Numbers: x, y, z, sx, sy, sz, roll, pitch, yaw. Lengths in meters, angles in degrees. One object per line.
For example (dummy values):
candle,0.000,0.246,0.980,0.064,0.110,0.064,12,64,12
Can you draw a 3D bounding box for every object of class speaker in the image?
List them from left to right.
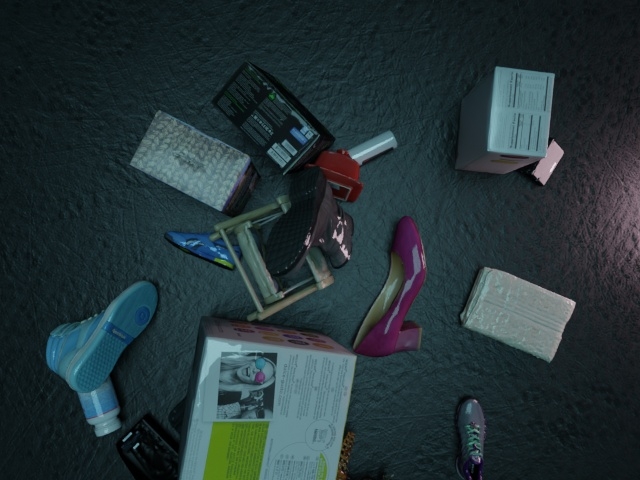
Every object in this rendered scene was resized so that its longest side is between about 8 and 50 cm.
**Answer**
speaker,0.139,-0.251,1.413,0.136,0.055,0.055,-26,89,-3

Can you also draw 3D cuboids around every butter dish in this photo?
butter dish,0.043,-0.188,1.366,0.160,0.160,0.118,20,76,-1

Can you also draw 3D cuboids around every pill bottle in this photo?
pill bottle,-0.582,0.425,1.356,0.087,0.087,0.160,-19,88,-2

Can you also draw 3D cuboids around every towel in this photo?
towel,0.540,0.201,1.417,0.282,0.049,0.187,24,89,-2

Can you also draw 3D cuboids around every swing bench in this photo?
swing bench,-0.112,0.038,1.315,0.254,0.165,0.253,-26,89,-20

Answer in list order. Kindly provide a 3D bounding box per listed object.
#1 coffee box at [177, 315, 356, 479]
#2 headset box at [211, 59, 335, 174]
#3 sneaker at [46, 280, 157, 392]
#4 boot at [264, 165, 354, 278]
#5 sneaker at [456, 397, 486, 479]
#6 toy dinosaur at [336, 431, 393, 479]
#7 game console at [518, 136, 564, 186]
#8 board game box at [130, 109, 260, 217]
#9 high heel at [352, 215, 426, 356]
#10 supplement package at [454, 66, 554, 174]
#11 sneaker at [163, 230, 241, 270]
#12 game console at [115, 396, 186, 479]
coffee box,-0.140,0.384,1.218,0.334,0.337,0.338,10,88,-14
headset box,-0.103,-0.299,1.303,0.246,0.283,0.131,46,103,1
sneaker,-0.587,0.222,1.347,0.208,0.127,0.319,9,52,33
boot,0.000,0.000,1.228,0.118,0.338,0.223,-10,133,32
sneaker,0.414,0.541,1.376,0.083,0.098,0.224,0,89,-2
toy dinosaur,0.079,0.682,1.346,0.218,0.164,0.322,1,110,14
game console,0.606,-0.231,1.449,0.107,0.071,0.122,33,88,-30
board game box,-0.293,-0.173,1.280,0.232,0.291,0.141,27,88,0
high heel,0.175,0.125,1.362,0.181,0.127,0.377,-2,92,-12
supplement package,0.460,-0.294,1.320,0.145,0.262,0.204,6,88,-1
sneaker,-0.315,0.008,1.391,0.209,0.069,0.082,22,76,-1
game console,-0.361,0.512,1.384,0.361,0.044,0.213,-43,92,-2
